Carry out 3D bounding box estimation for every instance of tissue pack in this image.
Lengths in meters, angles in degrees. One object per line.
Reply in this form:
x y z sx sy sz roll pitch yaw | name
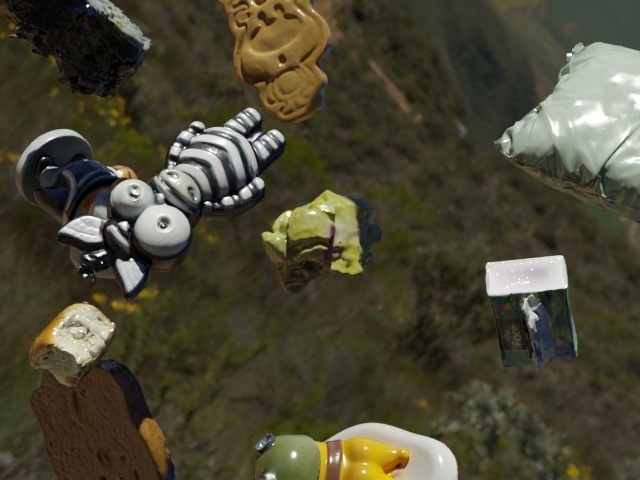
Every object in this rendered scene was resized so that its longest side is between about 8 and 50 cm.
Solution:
0.225 0.083 1.448 0.079 0.085 0.111 -85 164 -48 | tissue pack

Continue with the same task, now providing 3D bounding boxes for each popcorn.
0.001 -0.002 1.299 0.089 0.109 0.097 63 -18 -16 | popcorn

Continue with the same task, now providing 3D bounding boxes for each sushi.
-0.320 -0.274 1.719 0.212 0.115 0.147 44 9 -4 | sushi

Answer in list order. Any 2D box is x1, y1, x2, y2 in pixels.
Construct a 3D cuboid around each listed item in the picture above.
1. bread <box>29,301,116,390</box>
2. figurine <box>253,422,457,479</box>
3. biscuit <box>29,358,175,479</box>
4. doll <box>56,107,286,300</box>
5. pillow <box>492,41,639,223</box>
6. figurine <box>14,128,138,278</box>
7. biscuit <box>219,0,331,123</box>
-0.290 0.119 1.595 0.077 0.070 0.083 36 48 1 | bread
0.021 0.267 1.615 0.141 0.250 0.166 42 39 -42 | figurine
-0.309 0.284 1.947 0.049 0.273 0.257 -28 97 -44 | biscuit
-0.117 -0.037 1.152 0.091 0.067 0.219 44 63 8 | doll
0.400 -0.129 1.722 0.310 0.138 0.283 23 49 19 | pillow
-0.290 -0.044 1.849 0.176 0.133 0.236 -10 38 -41 | figurine
-0.056 -0.271 1.828 0.040 0.144 0.236 6 66 -58 | biscuit
